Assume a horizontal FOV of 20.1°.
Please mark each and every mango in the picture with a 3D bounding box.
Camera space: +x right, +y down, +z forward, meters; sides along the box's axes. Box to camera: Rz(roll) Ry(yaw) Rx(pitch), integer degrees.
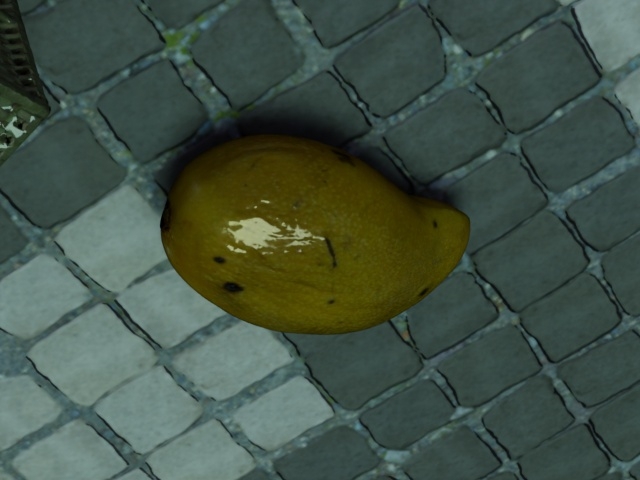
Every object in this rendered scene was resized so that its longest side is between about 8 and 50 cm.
[{"bbox_3d":[0.001,0.003,1.367,0.262,0.109,0.157,12,119,-29],"label":"mango"}]

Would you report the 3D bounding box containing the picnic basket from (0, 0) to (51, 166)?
[{"bbox_3d":[-0.279,-0.109,1.125,0.134,0.196,0.154,27,114,-37],"label":"picnic basket"}]
